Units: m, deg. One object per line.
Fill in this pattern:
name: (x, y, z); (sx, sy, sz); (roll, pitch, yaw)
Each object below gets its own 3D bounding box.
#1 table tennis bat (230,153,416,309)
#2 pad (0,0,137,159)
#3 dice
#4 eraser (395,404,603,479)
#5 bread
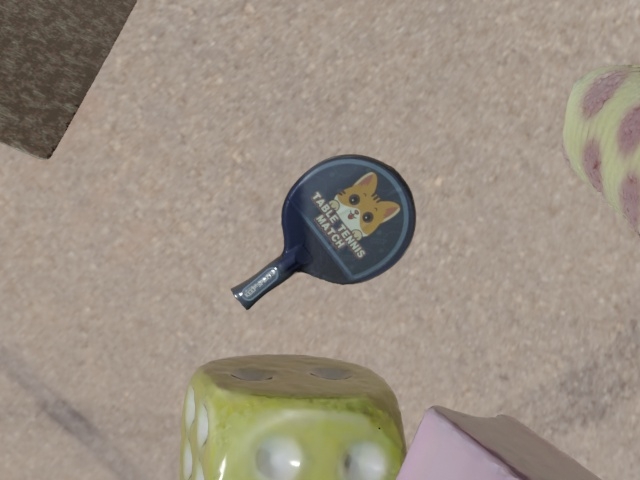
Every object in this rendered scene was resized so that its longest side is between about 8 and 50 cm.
table tennis bat: (0.000, 0.000, 1.252); (0.236, 0.027, 0.150); (-36, 104, 7)
pad: (-0.191, -0.135, 0.603); (0.158, 0.235, 0.003); (23, 125, -11)
dice: (-0.037, 0.271, 1.295); (0.233, 0.227, 0.238); (0, 98, -15)
eraser: (0.121, 0.339, 0.776); (0.272, 0.122, 0.359); (36, 107, 45)
bread: (0.372, -0.070, 1.057); (0.187, 0.338, 0.155); (7, 110, -10)
